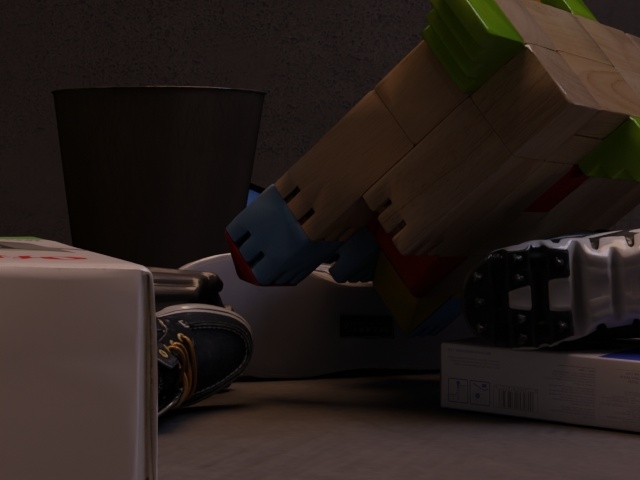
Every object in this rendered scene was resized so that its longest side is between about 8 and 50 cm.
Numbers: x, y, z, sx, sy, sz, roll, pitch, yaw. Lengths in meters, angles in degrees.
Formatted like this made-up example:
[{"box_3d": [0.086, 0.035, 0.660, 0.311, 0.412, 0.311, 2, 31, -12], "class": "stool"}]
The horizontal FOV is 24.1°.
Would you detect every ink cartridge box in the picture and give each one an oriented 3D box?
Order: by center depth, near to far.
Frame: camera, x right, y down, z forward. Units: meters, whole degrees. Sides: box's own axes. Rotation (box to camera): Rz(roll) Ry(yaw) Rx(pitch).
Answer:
[{"box_3d": [-0.198, 0.057, 0.661, 0.198, 0.114, 0.273, 0, 2, -20], "class": "ink cartridge box"}, {"box_3d": [0.186, 0.088, 0.934, 0.207, 0.046, 0.097, 3, 4, 40], "class": "ink cartridge box"}]

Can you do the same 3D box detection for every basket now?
[{"box_3d": [-0.146, -0.021, 1.347, 0.204, 0.226, 0.154, 1, 2, 27], "class": "basket"}]

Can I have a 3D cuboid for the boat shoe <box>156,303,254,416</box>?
[{"box_3d": [-0.097, 0.080, 0.898, 0.183, 0.065, 0.083, -10, 10, -40], "class": "boat shoe"}]

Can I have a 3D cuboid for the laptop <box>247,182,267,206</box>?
[{"box_3d": [0.000, 0.000, 1.483, 0.264, 0.136, 0.234, 2, -9, 33], "class": "laptop"}]

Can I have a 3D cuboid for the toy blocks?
[{"box_3d": [0.109, -0.036, 1.052, 0.261, 0.190, 0.381, -43, -21, 25], "class": "toy blocks"}]

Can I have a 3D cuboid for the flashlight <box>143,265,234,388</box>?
[{"box_3d": [-0.217, 0.050, 1.053, 0.304, 0.103, 0.103, 1, 1, 19], "class": "flashlight"}]

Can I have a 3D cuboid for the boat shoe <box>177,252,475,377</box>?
[{"box_3d": [-0.009, 0.063, 1.154, 0.258, 0.095, 0.084, 11, -7, -25], "class": "boat shoe"}]

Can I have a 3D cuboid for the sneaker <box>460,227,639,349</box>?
[{"box_3d": [0.204, 0.025, 0.938, 0.234, 0.078, 0.106, -2, 6, 5], "class": "sneaker"}]
